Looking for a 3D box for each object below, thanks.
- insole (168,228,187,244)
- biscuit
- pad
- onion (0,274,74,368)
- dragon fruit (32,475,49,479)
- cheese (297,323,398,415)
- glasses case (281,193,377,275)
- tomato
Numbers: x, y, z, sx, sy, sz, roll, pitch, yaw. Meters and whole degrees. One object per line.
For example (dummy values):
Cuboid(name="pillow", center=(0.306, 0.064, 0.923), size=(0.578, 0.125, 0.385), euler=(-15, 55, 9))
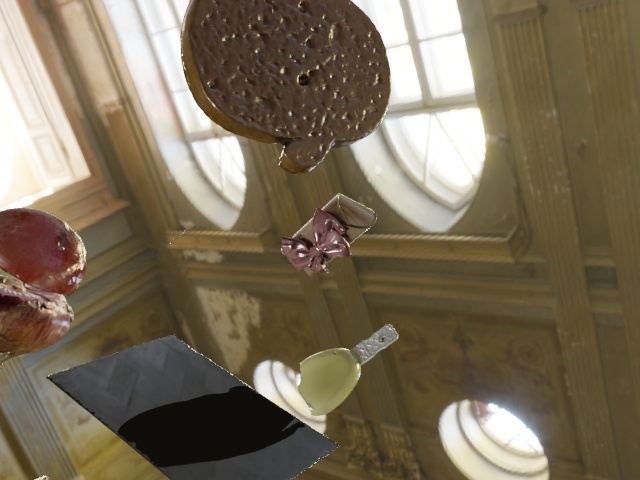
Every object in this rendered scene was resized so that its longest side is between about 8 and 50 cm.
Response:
Cuboid(name="insole", center=(-0.388, -0.012, 1.885), size=(0.045, 0.002, 0.135), euler=(-38, -172, 13))
Cuboid(name="biscuit", center=(-0.049, -0.279, 1.160), size=(0.394, 0.351, 0.070), euler=(7, 166, -32))
Cuboid(name="pad", center=(-0.149, 0.203, 0.811), size=(0.299, 0.005, 0.202), euler=(25, -158, 30))
Cuboid(name="onion", center=(-0.550, 0.142, 1.191), size=(0.229, 0.164, 0.230), euler=(10, 180, 0))
Cuboid(name="dragon fruit", center=(-0.675, 0.630, 1.509), size=(0.211, 0.147, 0.282), euler=(-24, 177, -18))
Cuboid(name="cheese", center=(0.058, 0.269, 1.511), size=(0.255, 0.050, 0.127), euler=(-37, -118, -2))
Cuboid(name="glasses case", center=(0.000, 0.000, 1.196), size=(0.193, 0.102, 0.070), euler=(-42, -145, 41))
Cuboid(name="tomato", center=(-0.440, 0.004, 1.064), size=(0.099, 0.173, 0.189), euler=(-58, -155, -6))
